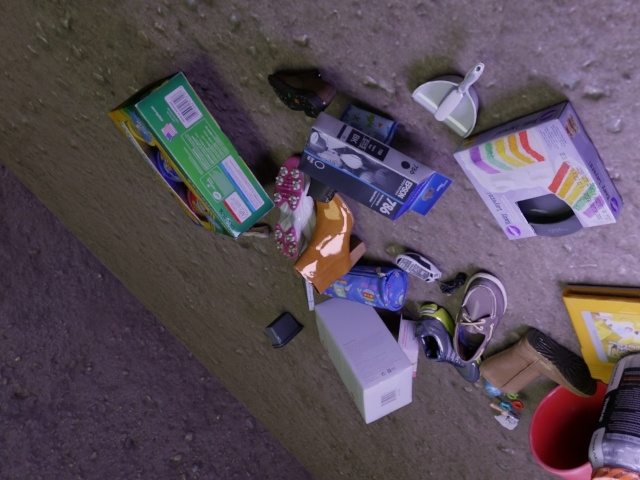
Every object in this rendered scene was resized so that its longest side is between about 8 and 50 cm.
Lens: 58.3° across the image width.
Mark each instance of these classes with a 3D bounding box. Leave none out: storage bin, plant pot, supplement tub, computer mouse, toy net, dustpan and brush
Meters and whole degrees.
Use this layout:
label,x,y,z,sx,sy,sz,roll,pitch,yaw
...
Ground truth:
label,x,y,z,sx,sy,sz,roll,pitch,yaw
storage bin,-0.153,0.352,2.277,0.098,0.135,0.091,-19,105,53
plant pot,0.742,0.542,1.522,0.243,0.275,0.275,37,148,-15
supplement tub,0.711,0.425,1.256,0.193,0.316,0.194,26,146,19
computer mouse,0.300,0.081,1.581,0.193,0.042,0.106,30,151,3
toy net,0.597,0.523,1.820,0.122,0.045,0.232,3,135,40
dustpan and brush,0.272,-0.291,1.138,0.147,0.060,0.211,38,148,1

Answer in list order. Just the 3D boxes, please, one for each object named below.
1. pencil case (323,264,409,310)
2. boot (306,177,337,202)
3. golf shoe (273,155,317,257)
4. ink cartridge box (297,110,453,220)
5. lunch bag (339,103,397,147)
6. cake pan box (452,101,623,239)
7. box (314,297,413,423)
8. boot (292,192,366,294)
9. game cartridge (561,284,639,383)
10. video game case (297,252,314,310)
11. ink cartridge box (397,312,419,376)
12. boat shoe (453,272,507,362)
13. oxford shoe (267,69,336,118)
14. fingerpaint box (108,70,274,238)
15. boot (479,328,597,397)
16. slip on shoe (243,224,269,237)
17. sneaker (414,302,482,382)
label,x,y,z,sx,sy,sz,roll,pitch,yaw
pencil case,0.116,0.126,1.738,0.306,0.119,0.133,8,139,39
boot,0.054,-0.140,1.480,0.197,0.076,0.137,32,121,32
golf shoe,-0.057,-0.103,1.656,0.115,0.140,0.306,29,126,37
ink cartridge box,0.117,-0.150,1.305,0.332,0.065,0.165,26,148,1
lunch bag,0.101,-0.230,1.357,0.128,0.096,0.151,26,160,10
cake pan box,0.441,-0.125,1.170,0.245,0.070,0.267,-10,125,52
box,0.133,0.356,1.813,0.215,0.168,0.345,82,161,-47
boot,0.000,0.000,1.606,0.104,0.211,0.295,25,151,54
game cartridge,0.743,0.238,1.325,0.285,0.053,0.324,0,130,45
video game case,-0.053,0.101,1.849,0.022,0.190,0.173,-12,138,-6
ink cartridge box,0.280,0.333,1.820,0.067,0.115,0.198,4,138,11
boat shoe,0.427,0.218,1.567,0.116,0.097,0.324,24,144,22
oxford shoe,-0.042,-0.360,1.355,0.227,0.096,0.083,35,166,41
fingerpaint box,-0.385,-0.237,1.669,0.445,0.163,0.371,56,160,-25
boot,0.601,0.376,1.604,0.236,0.089,0.270,45,148,15
slip on shoe,-0.222,-0.034,1.954,0.135,0.051,0.041,7,96,51
sneaker,0.377,0.333,1.731,0.300,0.121,0.111,49,146,-15
